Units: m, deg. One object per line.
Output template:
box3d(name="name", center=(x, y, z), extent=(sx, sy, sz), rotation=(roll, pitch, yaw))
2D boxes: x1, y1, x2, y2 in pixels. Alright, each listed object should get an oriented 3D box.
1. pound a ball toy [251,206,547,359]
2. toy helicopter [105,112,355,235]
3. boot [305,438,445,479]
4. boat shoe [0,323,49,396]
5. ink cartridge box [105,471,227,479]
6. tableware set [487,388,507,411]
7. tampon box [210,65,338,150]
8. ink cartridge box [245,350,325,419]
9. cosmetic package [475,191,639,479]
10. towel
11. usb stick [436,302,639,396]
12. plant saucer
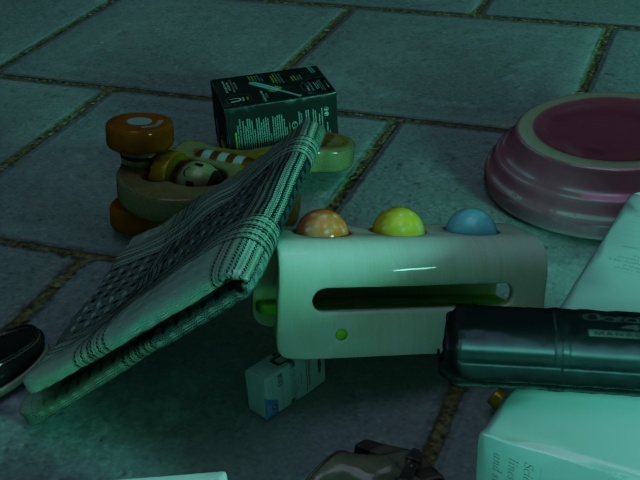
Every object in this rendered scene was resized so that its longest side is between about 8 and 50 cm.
box3d(name="pound a ball toy", center=(0.042, 0.026, 1.114), extent=(0.319, 0.136, 0.208), rotation=(0, 12, -15))
box3d(name="toy helicopter", center=(-0.086, -0.086, 1.374), extent=(0.355, 0.140, 0.235), rotation=(-17, 29, -38))
box3d(name="boot", center=(0.047, 0.213, 0.930), extent=(0.087, 0.042, 0.118), rotation=(24, 40, 35))
box3d(name="boat shoe", center=(-0.383, 0.129, 1.075), extent=(0.233, 0.079, 0.084), rotation=(-18, 32, -28))
box3d(name="ink cartridge box", center=(-0.174, 0.263, 0.811), extent=(0.217, 0.092, 0.158), rotation=(-5, 30, -1))
box3d(name="tableware set", center=(0.209, 0.104, 1.009), extent=(0.024, 0.154, 0.104), rotation=(40, 28, 12))
box3d(name="tampon box", center=(-0.066, -0.175, 1.547), extent=(0.161, 0.101, 0.120), rotation=(-10, 30, -11))
box3d(name="ink cartridge box", center=(-0.034, 0.133, 1.065), extent=(0.028, 0.048, 0.083), rotation=(23, 38, 38))
box3d(name="cosmetic package", center=(0.259, 0.144, 0.864), extent=(0.156, 0.217, 0.385), rotation=(15, 32, 27))
box3d(name="towel", center=(-0.151, 0.021, 1.083), extent=(0.324, 0.056, 0.312), rotation=(-32, 20, 29))
box3d(name="usb stick", center=(0.218, 0.076, 0.727), extent=(0.278, 0.045, 0.077), rotation=(2, 23, 8))
box3d(name="plant saucer", center=(0.382, -0.112, 1.414), extent=(0.332, 0.084, 0.332), rotation=(-3, 30, 2))
